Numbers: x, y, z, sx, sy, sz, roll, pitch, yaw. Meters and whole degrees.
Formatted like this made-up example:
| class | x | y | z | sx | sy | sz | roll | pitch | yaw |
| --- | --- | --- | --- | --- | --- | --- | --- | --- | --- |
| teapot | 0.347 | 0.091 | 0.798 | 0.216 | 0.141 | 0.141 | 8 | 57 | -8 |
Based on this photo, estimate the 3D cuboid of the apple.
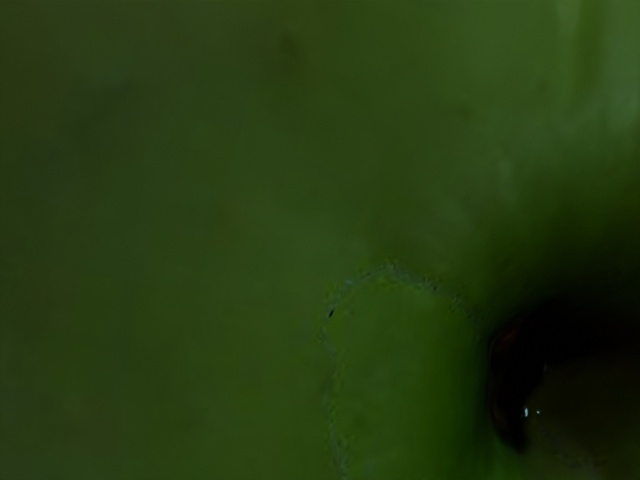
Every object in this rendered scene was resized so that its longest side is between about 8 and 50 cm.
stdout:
| class | x | y | z | sx | sy | sz | roll | pitch | yaw |
| --- | --- | --- | --- | --- | --- | --- | --- | --- | --- |
| apple | 0.000 | 0.000 | 0.570 | 0.473 | 0.473 | 0.473 | 53 | 14 | -19 |
